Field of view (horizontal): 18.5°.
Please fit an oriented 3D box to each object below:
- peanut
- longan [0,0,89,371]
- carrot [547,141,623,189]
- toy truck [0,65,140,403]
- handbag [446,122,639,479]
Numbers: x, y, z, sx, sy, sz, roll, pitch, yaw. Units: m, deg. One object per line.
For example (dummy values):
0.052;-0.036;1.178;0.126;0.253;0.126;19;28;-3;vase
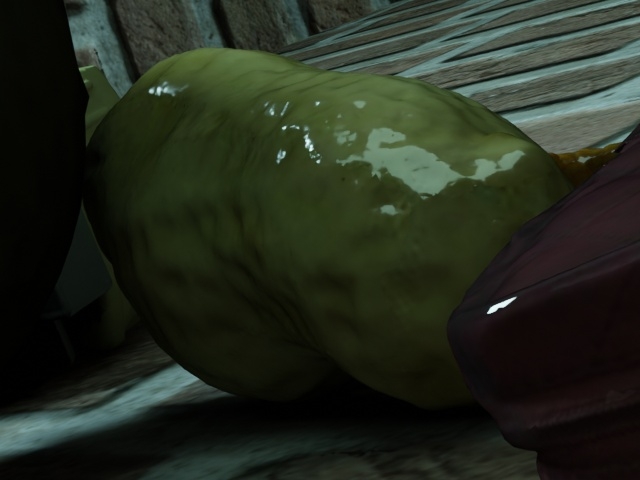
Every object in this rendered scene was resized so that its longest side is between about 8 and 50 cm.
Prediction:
0.000;0.000;0.818;0.147;0.147;0.319;-24;21;-26;peanut
-0.290;-0.056;0.822;0.391;0.391;0.391;-19;9;3;longan
0.072;-0.009;0.984;0.248;0.059;0.059;-17;8;-10;carrot
-0.261;0.001;1.224;0.405;0.180;0.254;-10;14;43;toy truck
0.128;0.018;0.433;0.146;0.135;0.225;-19;9;32;handbag
